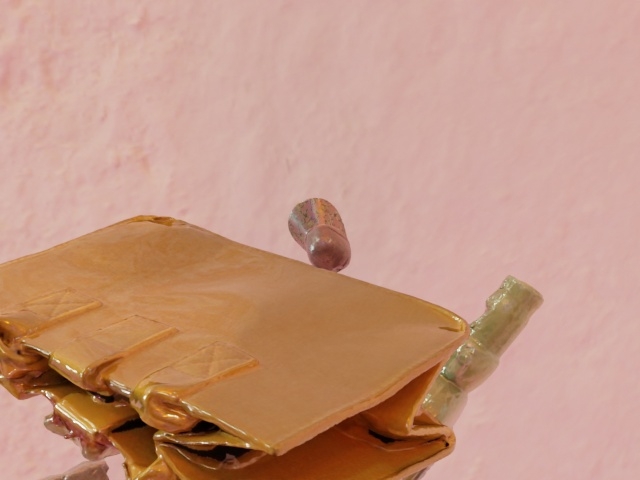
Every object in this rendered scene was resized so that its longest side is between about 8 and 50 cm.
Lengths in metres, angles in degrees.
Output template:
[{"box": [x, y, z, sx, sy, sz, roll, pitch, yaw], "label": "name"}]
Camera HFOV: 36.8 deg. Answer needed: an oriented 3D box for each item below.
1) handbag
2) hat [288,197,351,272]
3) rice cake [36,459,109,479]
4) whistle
[{"box": [-0.106, 0.097, 0.801, 0.401, 0.283, 0.133, 19, 109, 36], "label": "handbag"}, {"box": [-0.002, -0.002, 1.033, 0.058, 0.042, 0.087, -28, 95, 11], "label": "hat"}, {"box": [-0.307, 0.383, 1.217, 0.050, 0.106, 0.298, 55, 152, 37], "label": "rice cake"}, {"box": [0.124, 0.146, 0.937, 0.067, 0.126, 0.258, 38, 93, 15], "label": "whistle"}]
